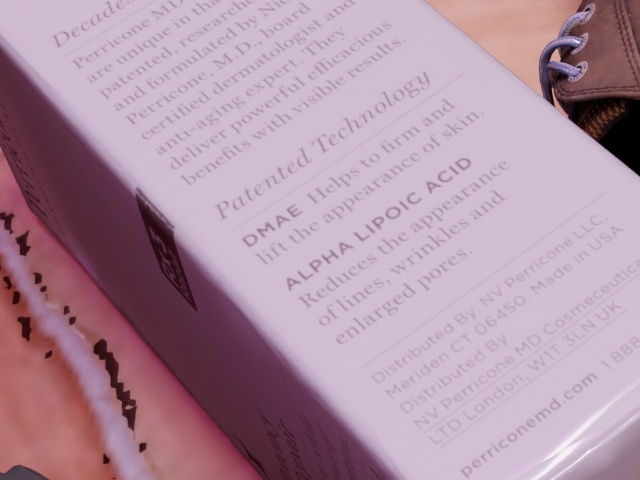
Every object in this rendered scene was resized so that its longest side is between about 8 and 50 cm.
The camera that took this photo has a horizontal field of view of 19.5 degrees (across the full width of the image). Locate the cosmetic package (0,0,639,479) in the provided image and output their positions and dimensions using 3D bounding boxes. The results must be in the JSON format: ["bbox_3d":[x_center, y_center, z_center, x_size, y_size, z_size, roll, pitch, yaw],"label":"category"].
[{"bbox_3d":[0.000,0.000,0.438,0.085,0.117,0.231,-35,52,-15],"label":"cosmetic package"}]

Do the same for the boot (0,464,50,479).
[{"bbox_3d":[-0.124,0.085,0.324,0.246,0.083,0.161,33,72,34],"label":"boot"}]

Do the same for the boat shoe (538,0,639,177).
[{"bbox_3d":[0.093,-0.042,0.478,0.066,0.066,0.183,-23,51,-2],"label":"boat shoe"}]
